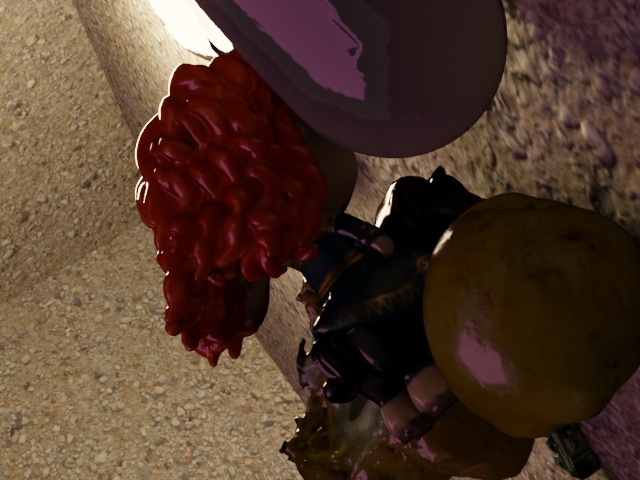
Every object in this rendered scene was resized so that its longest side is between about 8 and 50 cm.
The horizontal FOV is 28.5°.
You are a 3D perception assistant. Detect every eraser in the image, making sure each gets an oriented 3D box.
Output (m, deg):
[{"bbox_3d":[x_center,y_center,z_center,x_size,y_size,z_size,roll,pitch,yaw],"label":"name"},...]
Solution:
[{"bbox_3d":[-0.157,-0.320,1.706,0.174,0.095,0.270,64,167,-23],"label":"eraser"}]

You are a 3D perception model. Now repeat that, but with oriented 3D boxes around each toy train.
[{"bbox_3d":[0.278,0.228,1.419,0.083,0.033,0.053,61,164,-10],"label":"toy train"}]

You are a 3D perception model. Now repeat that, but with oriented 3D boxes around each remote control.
[{"bbox_3d":[0.007,-0.211,1.029,0.332,0.103,0.221,48,131,-1],"label":"remote control"}]

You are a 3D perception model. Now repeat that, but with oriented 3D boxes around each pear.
[{"bbox_3d":[0.175,0.056,1.020,0.200,0.200,0.200,55,168,17],"label":"pear"}]

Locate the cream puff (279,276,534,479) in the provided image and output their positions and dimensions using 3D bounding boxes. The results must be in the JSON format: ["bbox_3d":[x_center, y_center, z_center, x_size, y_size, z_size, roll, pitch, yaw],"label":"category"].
[{"bbox_3d":[0.122,0.155,1.408,0.274,0.270,0.323,1,-85,-66],"label":"cream puff"}]

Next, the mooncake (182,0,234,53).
[{"bbox_3d":[-0.090,-0.332,1.232,0.306,0.154,0.306,55,167,19],"label":"mooncake"}]

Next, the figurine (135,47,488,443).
[{"bbox_3d":[0.012,0.001,1.179,0.412,0.306,0.241,25,156,-1],"label":"figurine"}]
